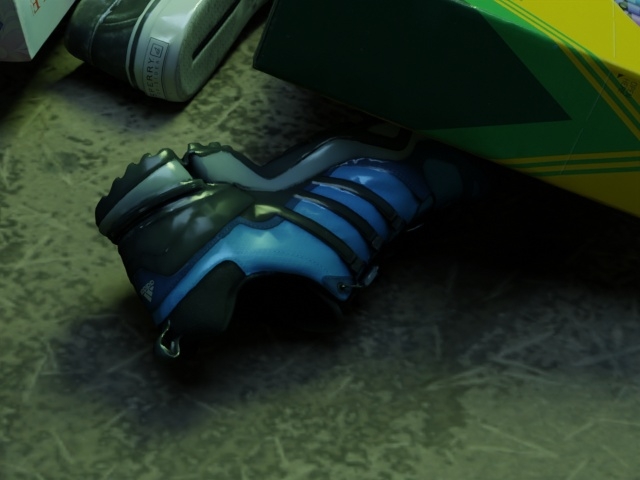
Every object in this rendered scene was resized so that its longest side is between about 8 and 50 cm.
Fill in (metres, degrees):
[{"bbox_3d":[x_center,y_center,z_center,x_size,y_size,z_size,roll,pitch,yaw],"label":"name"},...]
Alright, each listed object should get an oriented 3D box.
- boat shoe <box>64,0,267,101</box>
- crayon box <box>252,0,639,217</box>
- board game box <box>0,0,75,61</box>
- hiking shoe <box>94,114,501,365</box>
[{"bbox_3d":[-0.089,-0.242,1.462,0.119,0.121,0.335,22,44,13],"label":"boat shoe"},{"bbox_3d":[0.136,-0.176,1.320,0.313,0.106,0.363,20,28,-3],"label":"crayon box"},{"bbox_3d":[-0.316,-0.250,1.443,0.318,0.066,0.319,4,38,18],"label":"board game box"},{"bbox_3d":[0.000,0.000,1.219,0.304,0.113,0.132,-12,72,-30],"label":"hiking shoe"}]
